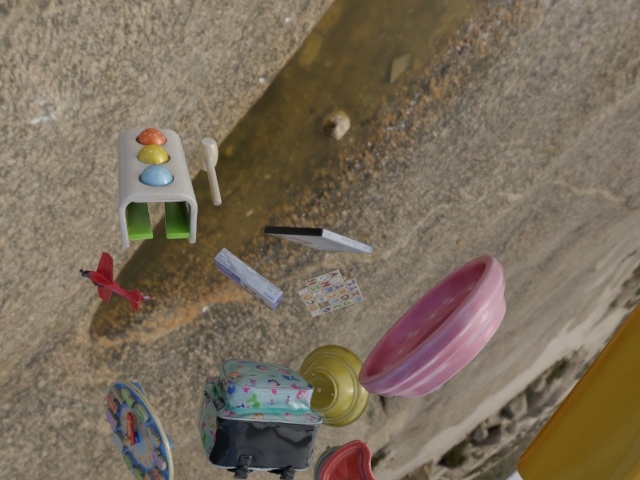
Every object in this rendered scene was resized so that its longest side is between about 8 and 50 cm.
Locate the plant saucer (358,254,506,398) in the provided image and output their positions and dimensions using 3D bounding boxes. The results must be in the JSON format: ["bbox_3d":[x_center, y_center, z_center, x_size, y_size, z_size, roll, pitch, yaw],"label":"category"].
[{"bbox_3d":[0.212,0.167,0.886,0.332,0.084,0.332,-44,177,-3],"label":"plant saucer"}]

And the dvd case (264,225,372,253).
[{"bbox_3d":[0.000,0.000,1.271,0.253,0.180,0.022,18,78,-54],"label":"dvd case"}]

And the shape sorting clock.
[{"bbox_3d":[-0.316,0.339,0.836,0.040,0.206,0.206,-14,140,-43],"label":"shape sorting clock"}]

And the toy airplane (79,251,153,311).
[{"bbox_3d":[-0.403,0.092,0.951,0.028,0.151,0.151,-69,177,-48],"label":"toy airplane"}]

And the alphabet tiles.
[{"bbox_3d":[0.033,0.179,1.684,0.198,0.009,0.237,-19,141,4],"label":"alphabet tiles"}]

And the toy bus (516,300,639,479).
[{"bbox_3d":[0.365,0.161,0.539,0.130,0.108,0.332,4,119,-43],"label":"toy bus"}]

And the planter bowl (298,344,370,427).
[{"bbox_3d":[0.014,0.386,1.272,0.217,0.217,0.090,-50,156,13],"label":"planter bowl"}]

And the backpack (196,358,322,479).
[{"bbox_3d":[-0.137,0.350,1.001,0.225,0.253,0.191,12,83,-23],"label":"backpack"}]

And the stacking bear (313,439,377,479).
[{"bbox_3d":[0.058,0.656,1.379,0.164,0.175,0.289,-19,167,-11],"label":"stacking bear"}]

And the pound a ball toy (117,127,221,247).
[{"bbox_3d":[-0.283,-0.133,0.947,0.208,0.319,0.136,-4,127,-20],"label":"pound a ball toy"}]

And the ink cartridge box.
[{"bbox_3d":[-0.202,0.111,1.364,0.046,0.207,0.097,-51,172,-20],"label":"ink cartridge box"}]
